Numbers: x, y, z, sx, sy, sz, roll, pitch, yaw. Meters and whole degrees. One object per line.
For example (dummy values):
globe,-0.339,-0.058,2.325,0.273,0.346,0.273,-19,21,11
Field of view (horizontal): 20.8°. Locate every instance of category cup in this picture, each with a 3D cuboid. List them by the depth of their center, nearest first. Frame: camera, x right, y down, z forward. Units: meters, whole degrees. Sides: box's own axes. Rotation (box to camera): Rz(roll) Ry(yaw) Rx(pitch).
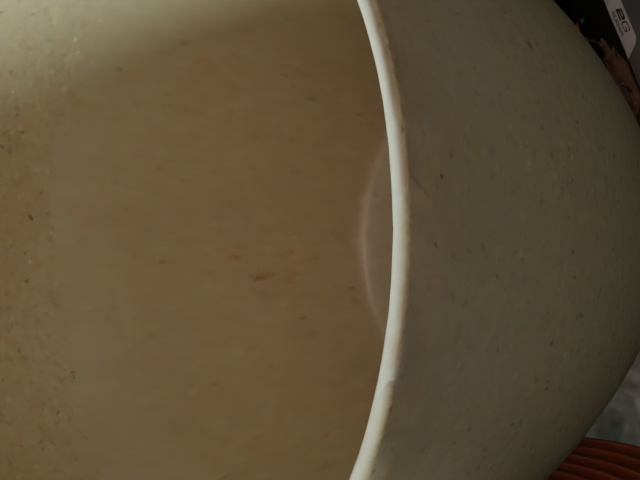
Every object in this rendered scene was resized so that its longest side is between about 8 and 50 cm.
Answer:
cup,0.000,0.000,0.697,0.331,0.237,0.331,-2,87,48

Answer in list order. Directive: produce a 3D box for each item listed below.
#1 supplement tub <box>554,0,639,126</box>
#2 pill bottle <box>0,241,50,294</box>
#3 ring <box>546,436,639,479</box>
supplement tub,0.198,-0.146,0.774,0.207,0.207,0.338,-22,81,12
pill bottle,-0.216,-0.009,0.880,0.323,0.181,0.181,42,97,13
ring,0.011,0.143,0.741,0.336,0.336,0.032,-11,102,13
